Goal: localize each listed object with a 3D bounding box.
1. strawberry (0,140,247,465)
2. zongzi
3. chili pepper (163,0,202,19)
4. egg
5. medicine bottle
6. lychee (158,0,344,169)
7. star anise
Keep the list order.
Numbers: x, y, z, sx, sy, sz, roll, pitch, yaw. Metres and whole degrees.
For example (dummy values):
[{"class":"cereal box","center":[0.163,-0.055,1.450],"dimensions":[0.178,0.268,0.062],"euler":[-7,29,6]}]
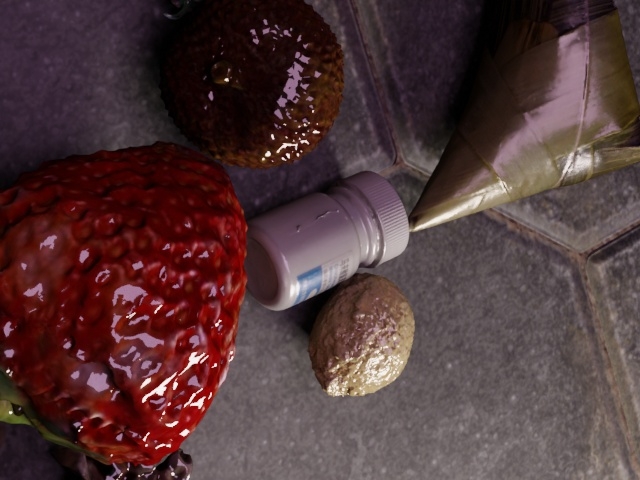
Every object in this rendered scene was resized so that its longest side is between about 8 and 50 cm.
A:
[{"class":"strawberry","center":[-0.204,0.044,1.486],"dimensions":[0.292,0.292,0.310],"euler":[23,89,-33]},{"class":"zongzi","center":[0.201,-0.183,1.814],"dimensions":[0.317,0.154,0.289],"euler":[-19,98,-25]},{"class":"chili pepper","center":[-0.126,-0.287,1.640],"dimensions":[0.050,0.041,0.153],"euler":[38,57,-51]},{"class":"egg","center":[0.043,0.104,1.752],"dimensions":[0.118,0.116,0.140],"euler":[21,83,-57]},{"class":"medicine bottle","center":[0.000,0.000,1.717],"dimensions":[0.168,0.105,0.105],"euler":[-25,108,-29]},{"class":"lychee","center":[-0.065,-0.165,1.612],"dimensions":[0.194,0.194,0.194],"euler":[-4,98,-33]},{"class":"star anise","center":[-0.203,0.297,1.621],"dimensions":[0.220,0.099,0.214],"euler":[-37,105,-25]}]
